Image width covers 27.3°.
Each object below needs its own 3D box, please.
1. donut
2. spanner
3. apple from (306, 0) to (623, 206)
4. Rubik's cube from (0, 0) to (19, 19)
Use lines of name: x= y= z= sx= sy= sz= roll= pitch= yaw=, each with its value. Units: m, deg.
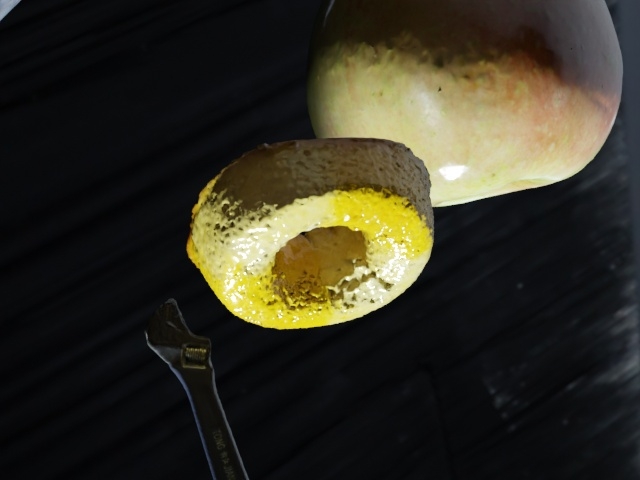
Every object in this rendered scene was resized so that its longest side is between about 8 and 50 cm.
donut: x=0.000 y=0.000 z=0.913 sx=0.162 sy=0.178 sz=0.065 roll=98 pitch=160 yaw=-49
spanner: x=-0.080 y=0.141 z=0.968 sx=0.012 sy=0.046 sz=0.209 roll=130 pitch=121 yaw=-73
apple: x=0.137 y=-0.177 z=1.300 sx=0.319 sy=0.319 sz=0.277 roll=-14 pitch=85 yaw=65
Rubik's cube: x=-0.189 y=-0.264 z=0.469 sx=0.303 sy=0.305 sz=0.301 roll=7 pitch=142 yaw=51
